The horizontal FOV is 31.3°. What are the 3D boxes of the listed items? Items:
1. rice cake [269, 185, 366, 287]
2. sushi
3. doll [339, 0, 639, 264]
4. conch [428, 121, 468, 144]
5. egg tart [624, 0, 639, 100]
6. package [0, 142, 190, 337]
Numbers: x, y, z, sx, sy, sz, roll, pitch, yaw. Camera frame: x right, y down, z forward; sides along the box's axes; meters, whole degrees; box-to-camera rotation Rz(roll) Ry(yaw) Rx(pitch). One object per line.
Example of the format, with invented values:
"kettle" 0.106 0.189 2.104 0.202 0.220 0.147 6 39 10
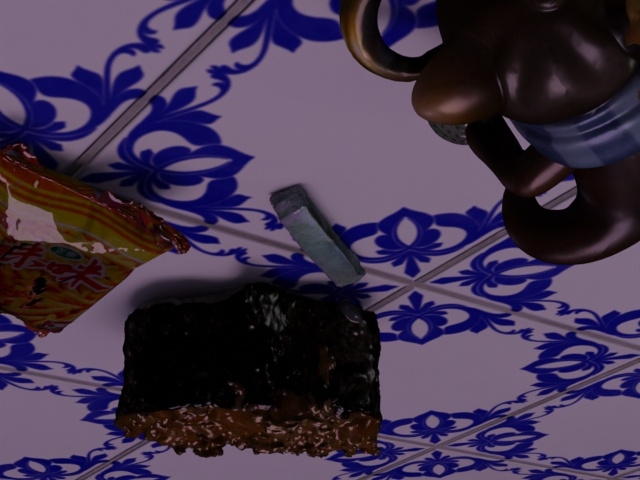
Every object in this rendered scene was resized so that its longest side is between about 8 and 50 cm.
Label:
"rice cake" 0.000 0.000 1.319 0.043 0.034 0.211 -21 148 12
"sushi" -0.083 0.169 1.450 0.348 0.208 0.234 3 158 -9
"doll" 0.209 -0.134 0.923 0.317 0.209 0.339 -21 145 28
"conch" 0.134 -0.119 1.099 0.076 0.057 0.085 11 150 -3
"egg tart" 0.312 -0.162 0.747 0.279 0.279 0.095 21 176 -39
"package" -0.304 0.005 1.213 0.223 0.108 0.288 26 132 -36
